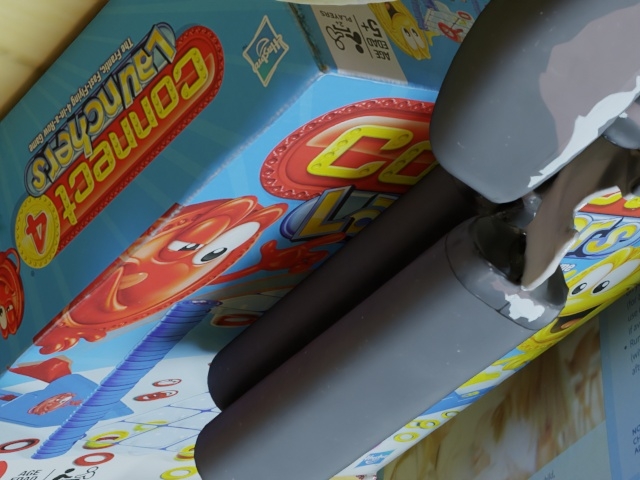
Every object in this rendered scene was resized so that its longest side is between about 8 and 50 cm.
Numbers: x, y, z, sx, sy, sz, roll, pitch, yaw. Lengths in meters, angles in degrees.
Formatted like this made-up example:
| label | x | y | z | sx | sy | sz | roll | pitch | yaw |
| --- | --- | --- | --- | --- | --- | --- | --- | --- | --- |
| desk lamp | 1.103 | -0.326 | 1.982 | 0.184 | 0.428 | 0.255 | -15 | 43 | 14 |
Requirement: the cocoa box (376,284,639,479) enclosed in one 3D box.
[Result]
| label | x | y | z | sx | sy | sz | roll | pitch | yaw |
| --- | --- | --- | --- | --- | --- | --- | --- | --- | --- |
| cocoa box | 0.202 | 0.124 | 0.914 | 0.228 | 0.231 | 0.347 | 21 | 138 | -20 |

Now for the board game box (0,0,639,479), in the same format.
| label | x | y | z | sx | sy | sz | roll | pitch | yaw |
| --- | --- | --- | --- | --- | --- | --- | --- | --- | --- |
| board game box | 0.000 | 0.000 | 0.732 | 0.308 | 0.086 | 0.302 | 3 | 146 | -45 |

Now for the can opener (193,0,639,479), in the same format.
| label | x | y | z | sx | sy | sz | roll | pitch | yaw |
| --- | --- | --- | --- | --- | --- | --- | --- | --- | --- |
| can opener | 0.035 | -0.009 | 0.578 | 0.095 | 0.076 | 0.283 | 32 | 129 | -23 |

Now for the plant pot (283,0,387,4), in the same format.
| label | x | y | z | sx | sy | sz | roll | pitch | yaw |
| --- | --- | --- | --- | --- | --- | --- | --- | --- | --- |
| plant pot | 0.015 | -0.136 | 0.434 | 0.134 | 0.134 | 0.095 | -21 | 128 | -3 |

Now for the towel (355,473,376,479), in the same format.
| label | x | y | z | sx | sy | sz | roll | pitch | yaw |
| --- | --- | --- | --- | --- | --- | --- | --- | --- | --- |
| towel | 0.128 | 0.129 | 1.194 | 0.197 | 0.029 | 0.144 | -24 | 156 | 10 |
